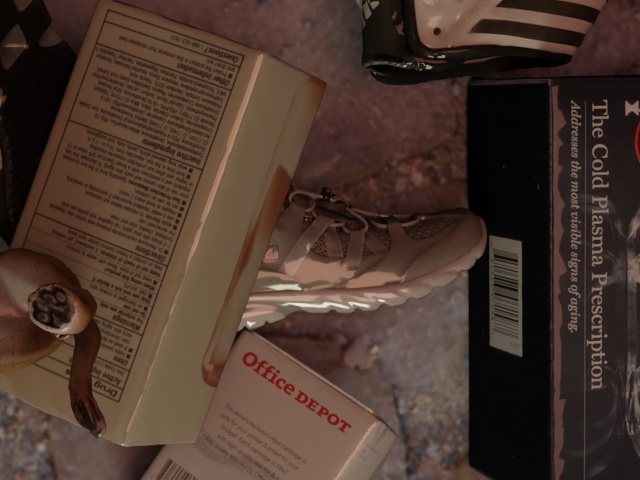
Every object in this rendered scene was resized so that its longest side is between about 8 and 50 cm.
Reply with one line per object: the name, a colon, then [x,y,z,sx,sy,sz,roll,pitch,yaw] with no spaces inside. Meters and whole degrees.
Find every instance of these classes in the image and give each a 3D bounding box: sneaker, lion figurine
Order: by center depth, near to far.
lion figurine: [-0.284,0.012,1.128,0.392,0.240,0.142,34,94,5]
sneaker: [-0.263,-0.122,1.215,0.122,0.146,0.330,-55,147,-35]
sneaker: [0.048,-0.277,1.262,0.447,0.169,0.257,28,73,-18]
sneaker: [0.000,0.000,1.326,0.281,0.105,0.115,-10,98,-14]

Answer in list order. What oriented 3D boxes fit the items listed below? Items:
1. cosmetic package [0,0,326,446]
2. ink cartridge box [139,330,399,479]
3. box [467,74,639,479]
cosmetic package: [-0.126,-0.011,1.226,0.153,0.129,0.296,22,93,22]
ink cartridge box: [-0.050,0.189,1.307,0.140,0.082,0.190,32,83,24]
box: [0.298,0.031,1.375,0.313,0.179,0.343,-3,95,-17]
